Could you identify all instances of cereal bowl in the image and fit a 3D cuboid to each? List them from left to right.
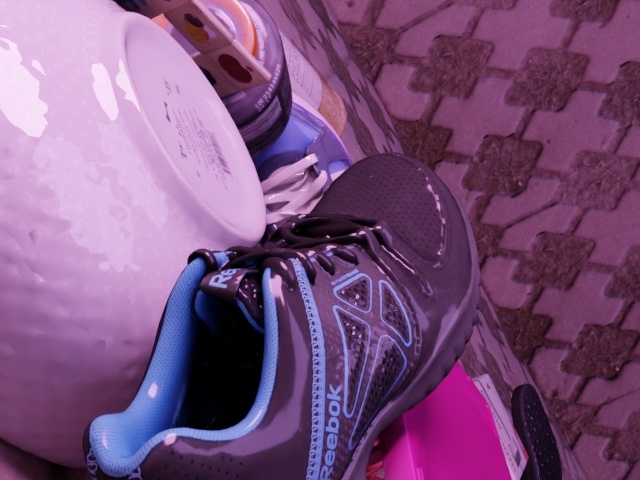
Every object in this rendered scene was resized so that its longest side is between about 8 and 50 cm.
[{"bbox_3d":[-0.135,-0.041,0.582,0.339,0.141,0.339,55,15,-23],"label":"cereal bowl"}]

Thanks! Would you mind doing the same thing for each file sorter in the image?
[{"bbox_3d":[0.023,0.183,0.641,0.202,0.182,0.290,55,15,-26],"label":"file sorter"}]

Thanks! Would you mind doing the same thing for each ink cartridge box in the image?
[{"bbox_3d":[0.239,0.299,1.410,0.158,0.092,0.218,65,15,10],"label":"ink cartridge box"}]

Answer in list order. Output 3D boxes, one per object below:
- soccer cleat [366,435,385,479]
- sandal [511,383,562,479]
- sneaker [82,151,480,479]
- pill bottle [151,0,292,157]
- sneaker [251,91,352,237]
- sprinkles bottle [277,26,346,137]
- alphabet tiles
[{"bbox_3d":[0.040,0.175,0.896,0.318,0.108,0.116,43,27,-60],"label":"soccer cleat"},{"bbox_3d":[0.346,0.427,1.582,0.167,0.107,0.446,55,28,-31],"label":"sandal"},{"bbox_3d":[-0.001,0.041,0.500,0.341,0.125,0.139,-63,140,-44],"label":"sneaker"},{"bbox_3d":[-0.094,-0.154,0.852,0.130,0.130,0.245,63,-2,4],"label":"pill bottle"},{"bbox_3d":[0.000,0.000,1.011,0.323,0.130,0.236,60,8,-33],"label":"sneaker"},{"bbox_3d":[-0.084,-0.211,1.131,0.355,0.121,0.121,37,29,-61],"label":"sprinkles bottle"},{"bbox_3d":[-0.171,-0.182,0.669,0.237,0.198,0.009,45,62,-29],"label":"alphabet tiles"}]
